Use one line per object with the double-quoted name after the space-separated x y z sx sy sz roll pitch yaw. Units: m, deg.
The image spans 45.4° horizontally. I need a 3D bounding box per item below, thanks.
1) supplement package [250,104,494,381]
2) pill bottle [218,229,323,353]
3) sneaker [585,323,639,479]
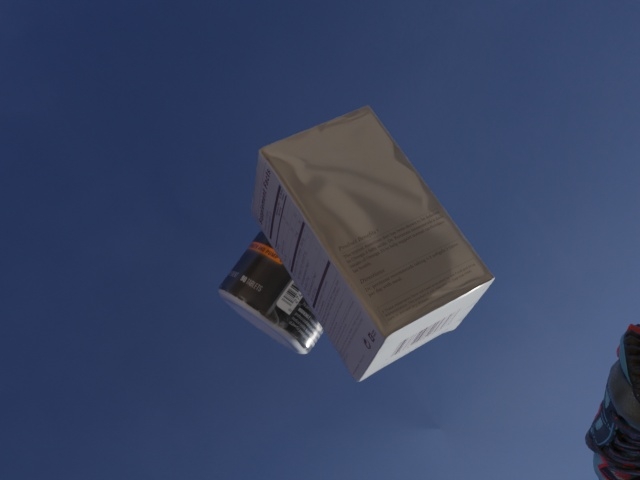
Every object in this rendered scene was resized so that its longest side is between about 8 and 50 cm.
0.033 0.001 0.615 0.105 0.105 0.179 -25 -111 -20 "supplement package"
0.000 0.000 0.903 0.130 0.130 0.246 32 -103 15 "pill bottle"
0.255 0.141 0.566 0.104 0.262 0.125 30 -84 28 "sneaker"
